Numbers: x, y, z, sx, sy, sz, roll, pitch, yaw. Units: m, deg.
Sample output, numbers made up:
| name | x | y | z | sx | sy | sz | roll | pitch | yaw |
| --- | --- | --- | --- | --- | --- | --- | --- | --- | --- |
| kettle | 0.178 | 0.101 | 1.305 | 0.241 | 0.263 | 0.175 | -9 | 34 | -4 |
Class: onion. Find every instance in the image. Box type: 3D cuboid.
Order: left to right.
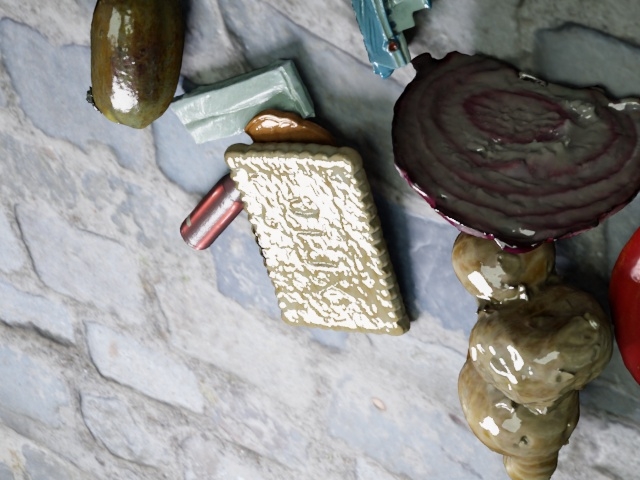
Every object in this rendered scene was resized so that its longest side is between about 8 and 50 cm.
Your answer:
| name | x | y | z | sx | sy | sz | roll | pitch | yaw |
| --- | --- | --- | --- | --- | --- | --- | --- | --- | --- |
| onion | 0.214 | -0.079 | 1.524 | 0.314 | 0.280 | 0.146 | 25 | 144 | 19 |

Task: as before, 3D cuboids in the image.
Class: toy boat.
| name | x | y | z | sx | sy | sz | roll | pitch | yaw |
| --- | --- | --- | --- | --- | --- | --- | --- | --- | --- |
| toy boat | 0.082 | -0.308 | 1.589 | 0.102 | 0.088 | 0.215 | -18 | 110 | 4 |

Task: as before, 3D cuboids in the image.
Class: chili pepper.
| name | x | y | z | sx | sy | sz | roll | pitch | yaw |
| --- | --- | --- | --- | --- | --- | --- | --- | --- | --- |
| chili pepper | 0.424 | 0.043 | 1.585 | 0.137 | 0.092 | 0.368 | 15 | 135 | 2 |

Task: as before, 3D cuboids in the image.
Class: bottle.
| name | x | y | z | sx | sy | sz | roll | pitch | yaw |
| --- | --- | --- | --- | --- | --- | --- | --- | --- | --- |
| bottle | -0.142 | -0.049 | 1.908 | 0.060 | 0.060 | 0.164 | 46 | 133 | 0 |

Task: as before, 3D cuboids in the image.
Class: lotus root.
| name | x | y | z | sx | sy | sz | roll | pitch | yaw |
| --- | --- | --- | --- | --- | --- | --- | --- | --- | --- |
| lotus root | -0.252 | -0.263 | 1.795 | 0.123 | 0.124 | 0.241 | 50 | 143 | 39 |

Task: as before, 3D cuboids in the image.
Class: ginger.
| name | x | y | z | sx | sy | sz | roll | pitch | yaw |
| --- | --- | --- | --- | --- | --- | --- | --- | --- | --- |
| ginger | 0.264 | 0.155 | 1.688 | 0.256 | 0.176 | 0.375 | 48 | 150 | 47 |

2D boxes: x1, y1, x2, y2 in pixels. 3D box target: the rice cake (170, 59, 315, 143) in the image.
| name | x | y | z | sx | sy | sz | roll | pitch | yaw |
| --- | --- | --- | --- | --- | --- | --- | --- | --- | --- |
| rice cake | -0.109 | -0.187 | 1.808 | 0.226 | 0.040 | 0.085 | -11 | 112 | 37 |

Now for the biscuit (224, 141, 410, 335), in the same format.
| name | x | y | z | sx | sy | sz | roll | pitch | yaw |
| --- | --- | --- | --- | --- | --- | --- | --- | --- | --- |
| biscuit | 0.000 | 0.000 | 1.827 | 0.217 | 0.044 | 0.325 | 2 | 129 | 29 |

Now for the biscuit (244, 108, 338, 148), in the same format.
| name | x | y | z | sx | sy | sz | roll | pitch | yaw |
| --- | --- | --- | --- | --- | --- | --- | --- | --- | --- |
| biscuit | -0.039 | -0.134 | 1.774 | 0.130 | 0.019 | 0.102 | 21 | 147 | -3 |
